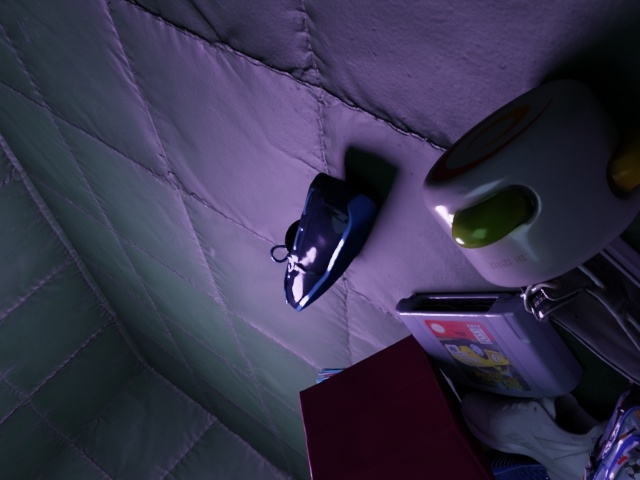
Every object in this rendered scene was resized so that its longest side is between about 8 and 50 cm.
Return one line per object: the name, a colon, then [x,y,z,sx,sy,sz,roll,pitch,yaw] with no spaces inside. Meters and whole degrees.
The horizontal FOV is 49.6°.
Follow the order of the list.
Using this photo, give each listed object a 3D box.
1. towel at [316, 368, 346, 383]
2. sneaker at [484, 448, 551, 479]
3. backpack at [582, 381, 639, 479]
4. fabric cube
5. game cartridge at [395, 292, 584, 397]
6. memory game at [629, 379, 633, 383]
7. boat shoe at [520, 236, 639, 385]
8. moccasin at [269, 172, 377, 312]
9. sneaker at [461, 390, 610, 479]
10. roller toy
towel: [0.166,0.459,1.734,0.370,0.040,0.271,47,155,-8]
sneaker: [0.388,0.430,1.336,0.232,0.090,0.081,-23,112,40]
backpack: [0.443,0.330,0.842,0.277,0.213,0.263,30,128,29]
fabric cube: [0.143,0.378,1.263,0.254,0.258,0.259,58,-171,-30]
game cartridge: [0.268,0.170,1.129,0.196,0.060,0.294,47,155,-18]
memory game: [0.503,0.238,0.934,0.186,0.012,0.186,34,154,20]
boat shoe: [0.293,0.044,0.815,0.335,0.119,0.121,36,154,14]
moccasin: [0.000,0.000,1.196,0.117,0.138,0.342,43,141,12]
sneaker: [0.363,0.297,1.157,0.305,0.114,0.152,18,117,53]
roller toy: [0.217,-0.054,0.696,0.146,0.209,0.191,49,-179,-12]
